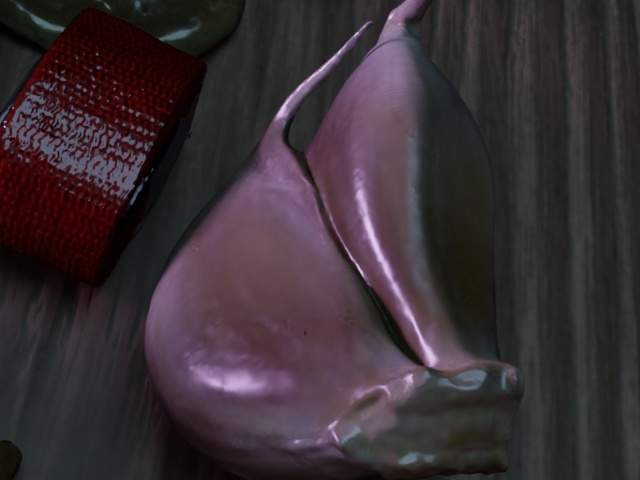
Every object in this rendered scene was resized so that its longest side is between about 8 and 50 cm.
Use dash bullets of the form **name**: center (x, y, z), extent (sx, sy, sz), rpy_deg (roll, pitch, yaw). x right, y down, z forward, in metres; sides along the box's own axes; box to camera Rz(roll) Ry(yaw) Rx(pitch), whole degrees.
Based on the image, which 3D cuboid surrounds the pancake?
- **pancake**: center (-0.178, -0.238, 1.086), extent (0.242, 0.050, 0.242), rpy_deg (9, 53, -12)

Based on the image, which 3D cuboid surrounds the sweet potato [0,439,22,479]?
- **sweet potato**: center (-0.281, 0.184, 0.753), extent (0.255, 0.058, 0.078), rpy_deg (-24, 50, -28)

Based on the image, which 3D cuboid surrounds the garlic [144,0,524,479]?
- **garlic**: center (0.000, 0.000, 0.865), extent (0.231, 0.246, 0.340), rpy_deg (0, 71, -5)

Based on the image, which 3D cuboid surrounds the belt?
- **belt**: center (-0.168, -0.073, 0.924), extent (0.124, 0.128, 0.201), rpy_deg (25, 53, -2)
